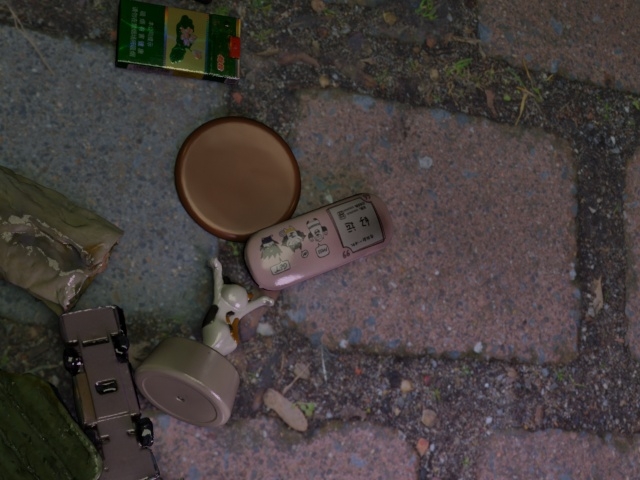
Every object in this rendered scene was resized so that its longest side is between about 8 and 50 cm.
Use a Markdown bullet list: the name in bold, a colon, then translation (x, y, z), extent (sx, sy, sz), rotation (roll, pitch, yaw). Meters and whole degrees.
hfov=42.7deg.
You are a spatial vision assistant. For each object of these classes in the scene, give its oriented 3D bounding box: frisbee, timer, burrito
- **frisbee**: translation (-0.153, -0.120, 1.566), extent (0.250, 0.021, 0.251), rotation (4, 78, -20)
- **timer**: translation (-0.187, 0.170, 1.437), extent (0.175, 0.175, 0.266), rotation (34, 52, -11)
- **burrito**: translation (-0.512, -0.021, 1.349), extent (0.331, 0.135, 0.190), rotation (29, 77, -9)

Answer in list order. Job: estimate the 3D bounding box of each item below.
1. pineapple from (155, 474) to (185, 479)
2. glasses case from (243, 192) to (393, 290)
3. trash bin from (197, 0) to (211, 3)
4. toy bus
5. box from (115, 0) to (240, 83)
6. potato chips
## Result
- **pineapple**: translation (-0.300, 0.564, 1.301), extent (0.344, 0.209, 0.286), rotation (-41, 130, -35)
- **glasses case**: translation (0.000, 0.000, 1.566), extent (0.314, 0.075, 0.122), rotation (-20, 91, -24)
- **trash bin**: translation (-0.265, -0.601, 1.584), extent (0.165, 0.115, 0.226), rotation (12, 71, -17)
- **toy bus**: translation (-0.336, 0.262, 1.291), extent (0.112, 0.138, 0.317), rotation (-7, 54, -20)
- **box**: translation (-0.270, -0.380, 1.570), extent (0.235, 0.034, 0.132), rotation (5, 76, -20)
- **potato chips**: translation (-0.501, 0.352, 1.192), extent (0.429, 0.070, 0.358), rotation (35, 88, 21)
